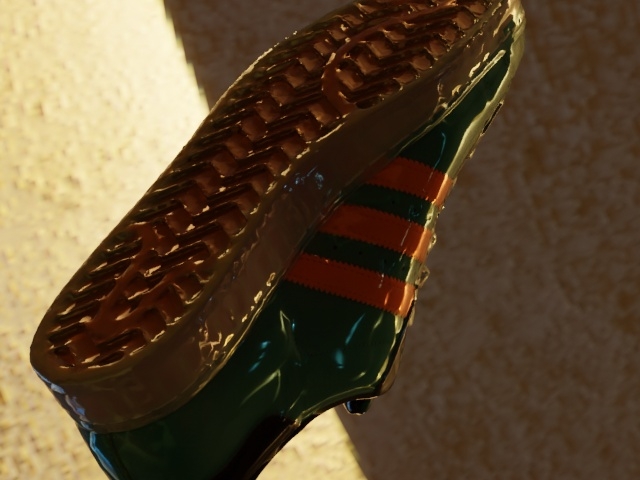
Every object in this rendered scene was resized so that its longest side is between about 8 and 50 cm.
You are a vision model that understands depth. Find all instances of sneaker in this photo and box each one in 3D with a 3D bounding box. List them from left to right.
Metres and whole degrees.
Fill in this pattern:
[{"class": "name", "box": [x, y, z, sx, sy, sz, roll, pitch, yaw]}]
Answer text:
[{"class": "sneaker", "box": [0.000, 0.000, 0.873, 0.108, 0.302, 0.121, 13, -40, 43]}]
